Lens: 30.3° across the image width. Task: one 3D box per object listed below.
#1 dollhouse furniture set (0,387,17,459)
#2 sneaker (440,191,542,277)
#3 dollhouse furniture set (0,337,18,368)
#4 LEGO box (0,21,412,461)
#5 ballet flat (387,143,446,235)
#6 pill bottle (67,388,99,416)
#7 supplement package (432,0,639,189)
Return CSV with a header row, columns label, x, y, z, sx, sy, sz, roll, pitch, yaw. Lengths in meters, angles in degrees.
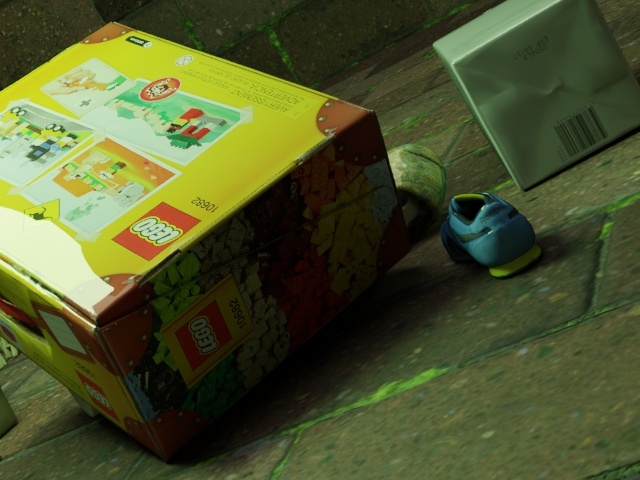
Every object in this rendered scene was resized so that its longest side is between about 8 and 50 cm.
label,x,y,z,sx,sy,sz,roll,pitch,yaw
dollhouse furniture set,-0.538,0.262,1.555,0.262,0.135,0.259,-22,14,36
sneaker,0.159,-0.021,1.193,0.069,0.082,0.209,-33,10,-4
dollhouse furniture set,-0.623,0.180,2.192,0.182,0.101,0.161,-16,18,49
LEGO box,-0.211,-0.034,1.333,0.372,0.193,0.500,-39,41,-25
ballet flat,0.000,0.000,1.452,0.348,0.123,0.123,-28,12,18
pill bottle,-0.205,0.112,1.412,0.221,0.124,0.124,-35,13,-21
supplement package,0.265,-0.203,1.462,0.177,0.175,0.293,-30,12,9
